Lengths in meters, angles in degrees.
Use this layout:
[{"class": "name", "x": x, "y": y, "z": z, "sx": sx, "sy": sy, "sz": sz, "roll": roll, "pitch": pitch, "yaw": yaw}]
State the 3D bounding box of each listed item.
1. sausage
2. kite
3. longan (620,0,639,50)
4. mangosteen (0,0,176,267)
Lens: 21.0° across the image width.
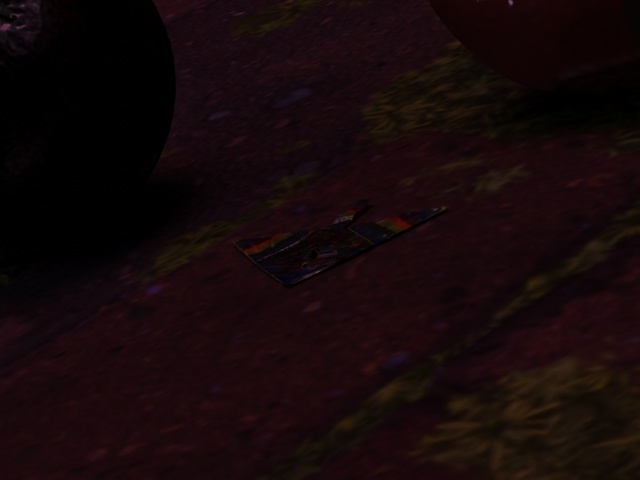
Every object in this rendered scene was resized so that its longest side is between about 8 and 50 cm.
[{"class": "sausage", "x": 0.179, "y": -0.149, "z": 0.872, "sx": 0.254, "sy": 0.148, "sz": 0.148, "roll": -15, "pitch": 19, "yaw": 30}, {"class": "kite", "x": 0.000, "y": 0.000, "z": 0.844, "sx": 0.122, "sy": 0.004, "sz": 0.090, "roll": -7, "pitch": 24, "yaw": 33}, {"class": "longan", "x": 0.221, "y": -0.119, "z": 0.590, "sx": 0.258, "sy": 0.258, "sz": 0.258, "roll": -18, "pitch": 20, "yaw": 7}, {"class": "mangosteen", "x": -0.182, "y": -0.081, "z": 0.976, "sx": 0.216, "sy": 0.216, "sz": 0.216, "roll": -18, "pitch": 20, "yaw": 7}]
